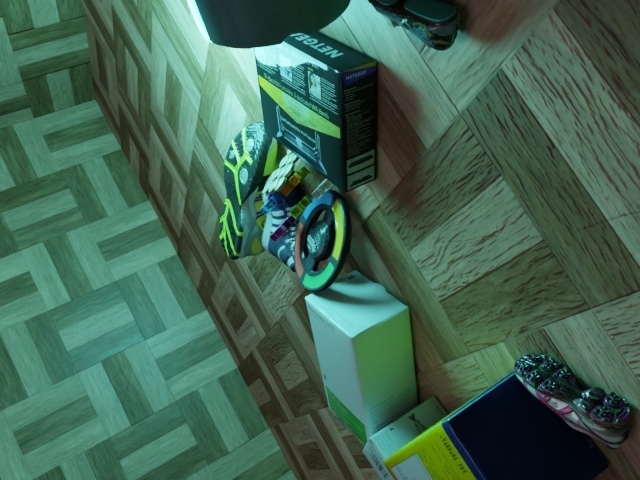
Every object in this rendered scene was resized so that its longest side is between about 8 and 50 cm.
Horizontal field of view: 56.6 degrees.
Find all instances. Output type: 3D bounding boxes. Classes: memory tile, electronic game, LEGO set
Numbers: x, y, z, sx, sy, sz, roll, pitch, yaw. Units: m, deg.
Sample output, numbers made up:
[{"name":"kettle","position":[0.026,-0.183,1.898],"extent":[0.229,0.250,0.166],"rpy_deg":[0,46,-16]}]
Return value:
[{"name":"memory tile","position":[-0.076,-0.166,1.319],"extent":[0.012,0.148,0.113],"rpy_deg":[34,166,-18]},{"name":"electronic game","position":[0.000,0.000,1.315],"extent":[0.229,0.048,0.229],"rpy_deg":[-26,60,56]},{"name":"LEGO set","position":[-0.050,-0.106,1.325],"extent":[0.087,0.093,0.227],"rpy_deg":[45,129,-6]}]

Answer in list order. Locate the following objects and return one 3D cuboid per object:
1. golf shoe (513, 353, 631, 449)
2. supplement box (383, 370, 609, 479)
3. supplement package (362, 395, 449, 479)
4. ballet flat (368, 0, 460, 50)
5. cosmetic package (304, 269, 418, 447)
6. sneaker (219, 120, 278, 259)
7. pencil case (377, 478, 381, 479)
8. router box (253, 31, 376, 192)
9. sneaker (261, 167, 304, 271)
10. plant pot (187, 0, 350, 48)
[{"name":"golf shoe","position":[0.366,0.241,0.887],"extent":[0.186,0.067,0.086],"rpy_deg":[33,143,49]},{"name":"supplement box","position":[0.284,0.392,1.048],"extent":[0.194,0.195,0.356],"rpy_deg":[56,154,19]},{"name":"supplement package","position":[0.198,0.439,1.286],"extent":[0.105,0.179,0.105],"rpy_deg":[51,153,27]},{"name":"ballet flat","position":[0.123,-0.323,0.843],"extent":[0.188,0.070,0.070],"rpy_deg":[50,153,36]},{"name":"cosmetic package","position":[0.103,0.279,1.361],"extent":[0.197,0.155,0.366],"rpy_deg":[33,143,51]},{"name":"sneaker","position":[-0.163,-0.131,1.543],"extent":[0.145,0.147,0.385],"rpy_deg":[47,133,39]},{"name":"pencil case","position":[0.227,0.772,1.663],"extent":[0.236,0.104,0.104],"rpy_deg":[29,138,55]},{"name":"router box","position":[-0.015,-0.270,1.149],"extent":[0.309,0.081,0.243],"rpy_deg":[42,148,41]},{"name":"sneaker","position":[-0.064,-0.042,1.460],"extent":[0.153,0.099,0.282],"rpy_deg":[41,142,28]},{"name":"plant pot","position":[-0.101,-0.487,0.853],"extent":[0.341,0.341,0.334],"rpy_deg":[41,156,42]}]
